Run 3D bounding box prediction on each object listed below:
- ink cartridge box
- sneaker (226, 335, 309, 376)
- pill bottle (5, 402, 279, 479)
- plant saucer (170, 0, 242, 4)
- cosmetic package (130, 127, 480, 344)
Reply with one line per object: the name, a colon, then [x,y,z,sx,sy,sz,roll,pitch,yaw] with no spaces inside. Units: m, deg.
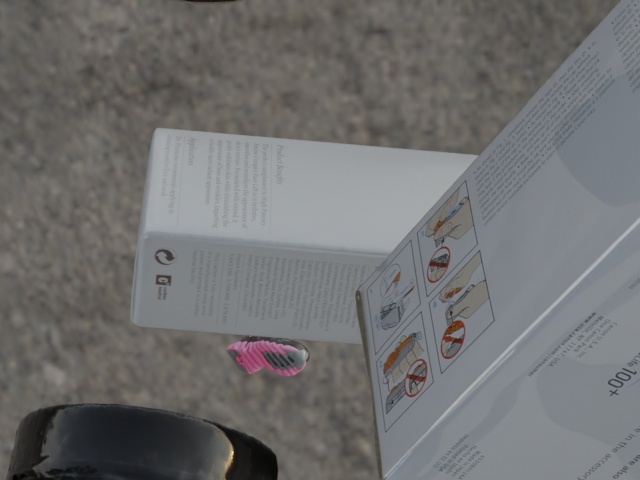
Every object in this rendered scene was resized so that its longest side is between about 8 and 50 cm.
ink cartridge box: [0.215,0.018,0.796,0.272,0.309,0.130,23,37,-26]
sneaker: [-0.047,0.109,1.824,0.057,0.047,0.119,-43,25,-31]
pill bottle: [-0.073,0.171,0.571,0.122,0.123,0.219,5,67,6]
plant saucer: [-0.136,-0.228,0.777,0.050,0.310,0.310,-34,67,-4]
cosmetic package: [0.000,0.000,1.111,0.231,0.085,0.117,7,39,-5]
